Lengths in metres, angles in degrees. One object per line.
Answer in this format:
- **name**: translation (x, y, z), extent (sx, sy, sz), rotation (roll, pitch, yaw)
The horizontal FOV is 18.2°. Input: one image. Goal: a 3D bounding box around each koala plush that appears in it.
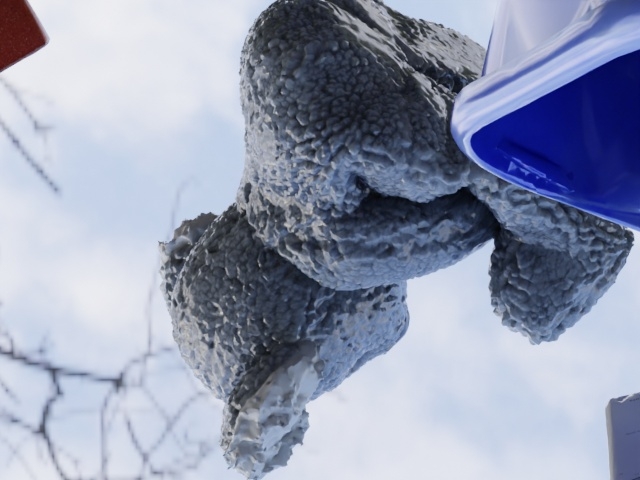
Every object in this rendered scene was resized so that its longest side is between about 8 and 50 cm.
- **koala plush**: translation (0.000, 0.000, 1.028), extent (0.203, 0.221, 0.196), rotation (24, -155, -36)

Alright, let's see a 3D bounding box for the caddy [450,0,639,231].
- **caddy**: translation (0.176, -0.056, 0.567), extent (0.241, 0.341, 0.179), rotation (11, -98, -11)

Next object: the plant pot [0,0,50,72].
- **plant pot**: translation (-0.345, -0.138, 0.969), extent (0.267, 0.236, 0.267), rotation (-4, -155, 43)

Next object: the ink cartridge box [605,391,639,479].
- **ink cartridge box**: translation (0.138, 0.119, 0.690), extent (0.056, 0.099, 0.135), rotation (-15, -162, 12)
